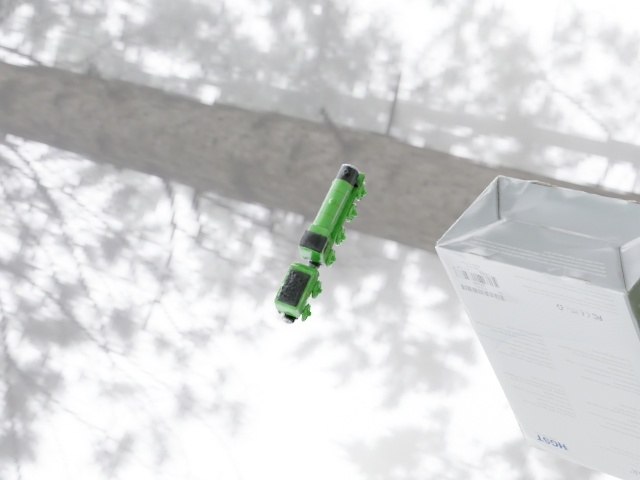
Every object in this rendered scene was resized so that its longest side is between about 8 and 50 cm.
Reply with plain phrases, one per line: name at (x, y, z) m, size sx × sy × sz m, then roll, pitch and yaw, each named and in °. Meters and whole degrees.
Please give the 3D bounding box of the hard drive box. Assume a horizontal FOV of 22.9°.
hard drive box at (0.214, 0.077, 1.204) m, size 0.089 × 0.181 × 0.232 m, roll -46°, pitch -51°, yaw -26°

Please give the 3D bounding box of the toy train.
toy train at (0.000, 0.000, 0.730) m, size 0.023 × 0.017 × 0.083 m, roll 75°, pitch -143°, yaw -63°
